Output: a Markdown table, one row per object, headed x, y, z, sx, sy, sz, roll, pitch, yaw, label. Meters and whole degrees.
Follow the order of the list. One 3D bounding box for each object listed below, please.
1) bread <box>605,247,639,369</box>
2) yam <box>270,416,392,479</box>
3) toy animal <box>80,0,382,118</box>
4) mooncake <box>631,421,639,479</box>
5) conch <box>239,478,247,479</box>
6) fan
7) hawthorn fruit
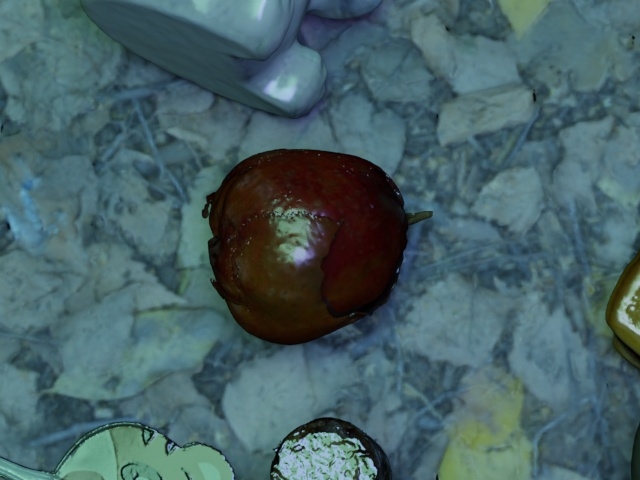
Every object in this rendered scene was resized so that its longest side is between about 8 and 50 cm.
| x | y | z | sx | sy | sz | roll | pitch | yaw | label |
| --- | --- | --- | --- | --- | --- | --- | --- | --- | --- |
| 0.293 | 0.015 | 1.145 | 0.116 | 0.077 | 0.200 | 29 | 80 | 12 | bread |
| 0.011 | 0.167 | 1.106 | 0.079 | 0.141 | 0.079 | -1 | 78 | 7 | yam |
| -0.033 | -0.293 | 1.196 | 0.241 | 0.196 | 0.367 | 34 | 85 | 14 | toy animal |
| 0.335 | 0.166 | 1.045 | 0.275 | 0.135 | 0.275 | 1 | 87 | -18 | mooncake |
| -0.029 | 0.352 | 1.049 | 0.170 | 0.203 | 0.386 | 17 | 59 | -30 | conch |
| -0.186 | 0.197 | 1.187 | 0.227 | 0.008 | 0.152 | 20 | 81 | 10 | fan |
| 0.000 | 0.000 | 1.153 | 0.172 | 0.148 | 0.148 | -8 | 75 | -12 | hawthorn fruit |
